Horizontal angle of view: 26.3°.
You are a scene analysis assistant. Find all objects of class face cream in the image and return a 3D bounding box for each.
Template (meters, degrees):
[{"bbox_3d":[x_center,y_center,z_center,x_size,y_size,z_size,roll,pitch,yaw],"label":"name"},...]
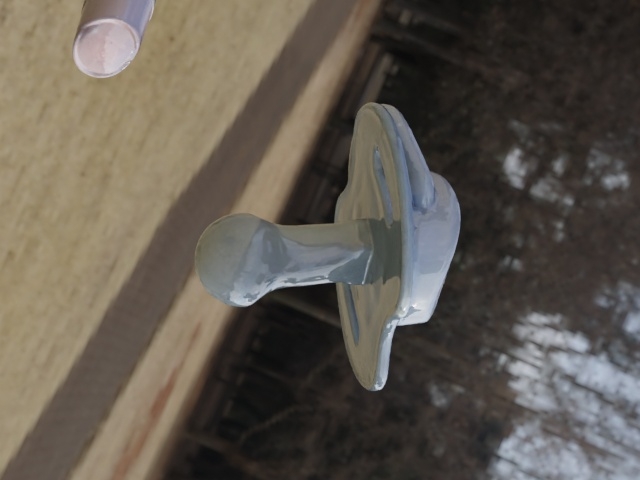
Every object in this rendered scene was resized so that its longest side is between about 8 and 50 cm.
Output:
[{"bbox_3d":[-0.208,-0.304,1.502,0.107,0.073,0.269,-44,-152,48],"label":"face cream"}]

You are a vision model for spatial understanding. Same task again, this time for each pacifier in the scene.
[{"bbox_3d":[0.000,0.000,1.209,0.287,0.226,0.238,108,-27,-56],"label":"pacifier"}]
